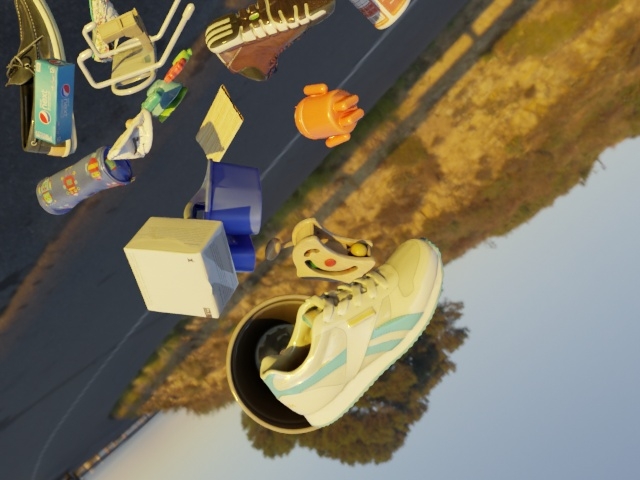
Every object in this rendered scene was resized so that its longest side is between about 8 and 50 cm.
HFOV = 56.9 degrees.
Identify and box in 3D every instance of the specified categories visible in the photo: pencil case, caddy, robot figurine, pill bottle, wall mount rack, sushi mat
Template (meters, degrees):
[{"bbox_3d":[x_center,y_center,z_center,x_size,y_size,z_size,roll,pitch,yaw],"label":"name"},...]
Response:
[{"bbox_3d":[-0.674,-0.174,1.699,0.306,0.119,0.133,-19,-171,27],"label":"pencil case"},{"bbox_3d":[-0.251,-0.062,1.483,0.341,0.179,0.241,-105,-158,-58],"label":"caddy"},{"bbox_3d":[0.017,-0.351,1.663,0.219,0.158,0.128,1,-108,45],"label":"robot figurine"},{"bbox_3d":[0.117,-0.651,1.492,0.121,0.216,0.121,-39,-150,27],"label":"pill bottle"},{"bbox_3d":[-0.441,-0.506,1.471,0.304,0.130,0.350,-21,-139,-1],"label":"wall mount rack"},{"bbox_3d":[-0.364,-0.394,2.095,0.019,0.151,0.316,-26,169,-37],"label":"sushi mat"}]

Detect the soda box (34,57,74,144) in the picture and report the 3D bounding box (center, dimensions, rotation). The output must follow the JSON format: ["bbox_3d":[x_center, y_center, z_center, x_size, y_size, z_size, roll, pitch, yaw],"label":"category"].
[{"bbox_3d":[-0.704,-0.368,1.561,0.071,0.067,0.210,-53,161,-62],"label":"soda box"}]

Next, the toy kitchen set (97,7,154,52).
[{"bbox_3d":[-0.384,-0.411,1.160,0.075,0.068,0.083,-24,160,2],"label":"toy kitchen set"}]

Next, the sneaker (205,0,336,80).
[{"bbox_3d":[-0.089,-0.432,1.259,0.281,0.106,0.162,-15,152,10],"label":"sneaker"}]

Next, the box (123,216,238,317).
[{"bbox_3d":[-0.295,0.057,1.277,0.119,0.182,0.181,-65,154,-50],"label":"box"}]

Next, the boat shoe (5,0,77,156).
[{"bbox_3d":[-0.846,-0.493,1.746,0.156,0.500,0.187,-13,-165,-35],"label":"boat shoe"}]

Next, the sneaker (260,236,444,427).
[{"bbox_3d":[0.037,0.082,0.609,0.228,0.092,0.087,-50,-157,-4],"label":"sneaker"}]

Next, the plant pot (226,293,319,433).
[{"bbox_3d":[-0.076,0.304,1.512,0.323,0.323,0.280,-43,179,-11],"label":"plant pot"}]

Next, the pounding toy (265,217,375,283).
[{"bbox_3d":[0.000,0.000,1.513,0.154,0.270,0.154,108,-15,-45],"label":"pounding toy"}]

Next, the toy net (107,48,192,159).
[{"bbox_3d":[-0.227,-0.181,0.827,0.122,0.045,0.232,-35,-151,30],"label":"toy net"}]

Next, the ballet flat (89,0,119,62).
[{"bbox_3d":[-0.606,-0.610,1.667,0.241,0.077,0.091,113,-23,-51],"label":"ballet flat"}]
